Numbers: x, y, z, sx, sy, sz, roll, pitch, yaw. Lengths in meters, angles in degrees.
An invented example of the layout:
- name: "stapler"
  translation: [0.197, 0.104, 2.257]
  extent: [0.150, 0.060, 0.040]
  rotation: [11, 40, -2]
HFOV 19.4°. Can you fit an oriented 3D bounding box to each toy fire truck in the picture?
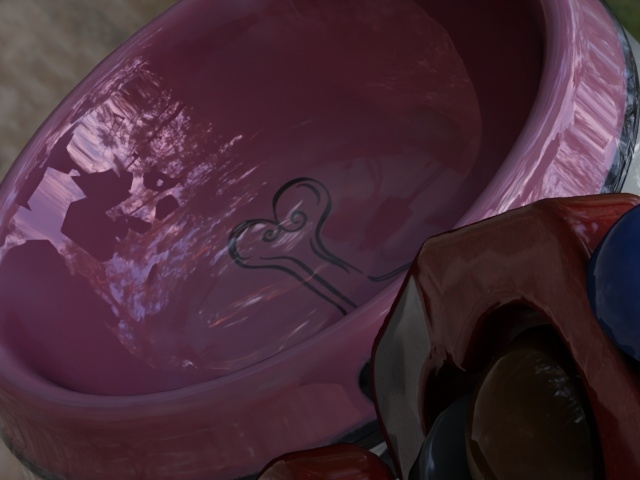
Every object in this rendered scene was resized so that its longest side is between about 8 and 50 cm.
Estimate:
- name: "toy fire truck"
  translation: [0.100, 0.117, 0.577]
  extent: [0.169, 0.254, 0.302]
  rotation: [-6, 58, -21]

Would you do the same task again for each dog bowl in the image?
- name: "dog bowl"
  translation: [0.000, 0.000, 0.937]
  extent: [0.150, 0.408, 0.408]
  rotation: [54, 4, -36]
